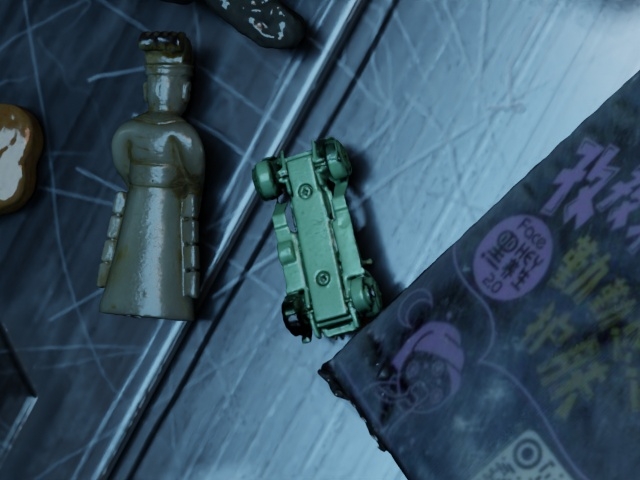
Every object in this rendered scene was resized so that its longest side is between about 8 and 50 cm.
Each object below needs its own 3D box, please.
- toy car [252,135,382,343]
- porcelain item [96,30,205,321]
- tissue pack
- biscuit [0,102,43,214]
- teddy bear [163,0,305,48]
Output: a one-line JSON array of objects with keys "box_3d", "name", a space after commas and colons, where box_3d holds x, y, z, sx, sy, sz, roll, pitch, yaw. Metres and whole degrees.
[{"box_3d": [0.000, 0.000, 1.377, 0.073, 0.054, 0.143, -17, 76, 16], "name": "toy car"}, {"box_3d": [-0.120, -0.048, 1.422, 0.084, 0.054, 0.213, 4, 88, 17], "name": "porcelain item"}, {"box_3d": [0.204, 0.061, 1.235, 0.361, 0.122, 0.259, -44, 55, 11], "name": "tissue pack"}, {"box_3d": [-0.377, -0.033, 1.518, 0.334, 0.047, 0.202, -38, 75, 14], "name": "biscuit"}, {"box_3d": [-0.048, -0.234, 1.369, 0.171, 0.144, 0.251, 44, 104, 3], "name": "teddy bear"}]
